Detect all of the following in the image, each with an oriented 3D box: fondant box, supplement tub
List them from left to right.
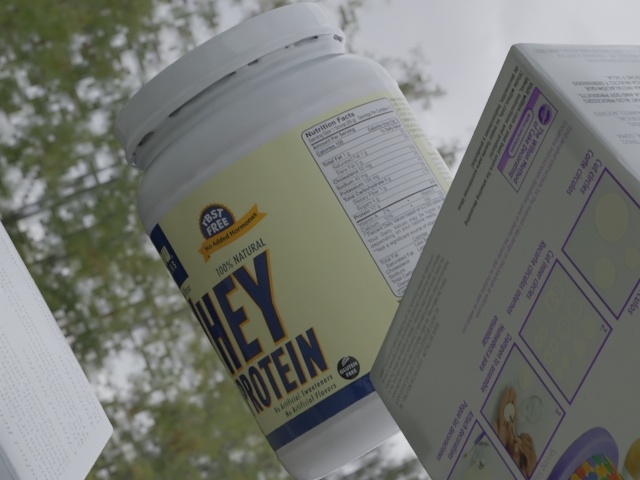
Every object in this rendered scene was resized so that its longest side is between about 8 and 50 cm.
[{"bbox_3d":[0.000,0.000,1.211,0.325,0.235,0.235,59,-21,7],"label":"supplement tub"},{"bbox_3d":[0.166,0.091,0.743,0.330,0.096,0.238,58,-41,41],"label":"fondant box"}]

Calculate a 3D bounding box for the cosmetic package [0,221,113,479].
[{"bbox_3d":[-0.445,0.167,1.502,0.329,0.327,0.394,63,3,-4],"label":"cosmetic package"}]
